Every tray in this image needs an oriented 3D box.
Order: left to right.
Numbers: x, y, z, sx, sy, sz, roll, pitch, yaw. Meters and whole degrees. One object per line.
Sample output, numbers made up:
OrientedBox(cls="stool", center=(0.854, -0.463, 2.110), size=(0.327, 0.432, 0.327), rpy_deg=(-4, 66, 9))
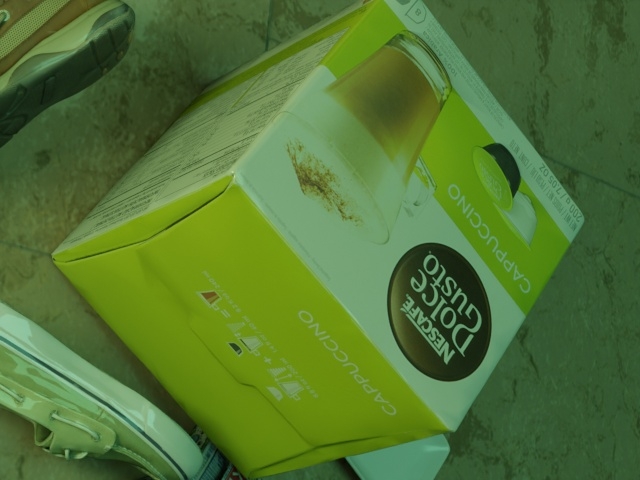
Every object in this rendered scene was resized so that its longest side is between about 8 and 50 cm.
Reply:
OrientedBox(cls="tray", center=(0.056, 0.211, 2.014), size=(0.270, 0.030, 0.145), rpy_deg=(56, 49, -26))

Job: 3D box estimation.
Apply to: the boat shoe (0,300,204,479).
OrientedBox(cls="boat shoe", center=(-0.251, 0.169, 1.657), size=(0.302, 0.109, 0.094), rpy_deg=(38, 73, -23))

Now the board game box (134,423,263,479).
OrientedBox(cls="board game box", center=(-0.132, 0.295, 1.785), size=(0.194, 0.060, 0.194), rpy_deg=(53, 51, -29))

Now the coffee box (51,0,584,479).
OrientedBox(cls="coffee box", center=(0.000, 0.000, 1.725), size=(0.337, 0.338, 0.334), rpy_deg=(50, 51, -16))

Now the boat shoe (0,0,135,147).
OrientedBox(cls="boat shoe", center=(-0.330, -0.163, 1.614), size=(0.116, 0.123, 0.324), rpy_deg=(46, 56, 10))
